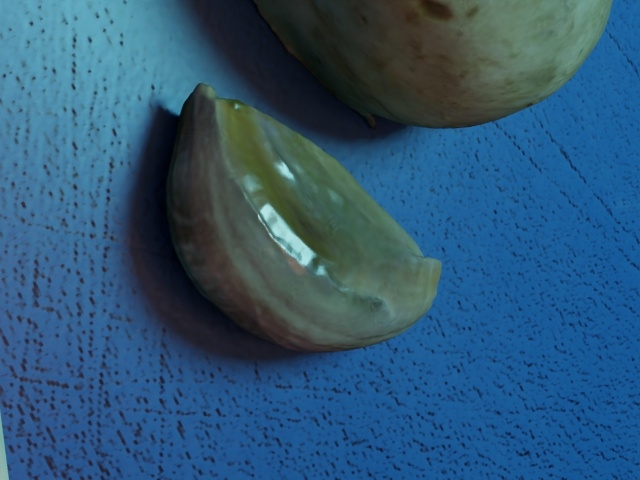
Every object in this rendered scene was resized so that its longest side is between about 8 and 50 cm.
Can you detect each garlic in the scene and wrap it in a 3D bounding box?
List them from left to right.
[{"bbox_3d":[-0.010,0.008,0.745,0.195,0.087,0.101,34,63,-26],"label":"garlic"}]

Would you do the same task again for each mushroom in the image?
[{"bbox_3d":[0.076,-0.183,0.724,0.195,0.189,0.254,-43,121,-21],"label":"mushroom"}]

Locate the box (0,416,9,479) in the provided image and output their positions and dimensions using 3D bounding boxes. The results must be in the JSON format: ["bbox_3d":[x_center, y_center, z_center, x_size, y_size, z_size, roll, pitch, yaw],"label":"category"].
[{"bbox_3d":[-0.226,0.027,0.610,0.129,0.086,0.225,-9,98,-30],"label":"box"}]
